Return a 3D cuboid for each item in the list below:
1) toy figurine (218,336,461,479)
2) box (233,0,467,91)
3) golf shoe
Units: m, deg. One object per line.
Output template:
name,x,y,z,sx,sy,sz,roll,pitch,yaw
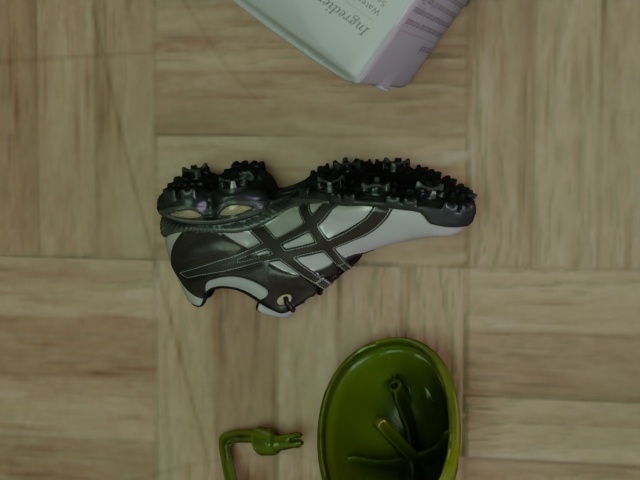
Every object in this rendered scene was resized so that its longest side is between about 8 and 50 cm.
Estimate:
toy figurine,0.077,0.265,0.917,0.191,0.217,0.363,-32,44,26
box,-0.004,-0.181,0.860,0.182,0.181,0.119,36,100,6
golf shoe,0.000,0.000,0.939,0.198,0.077,0.094,0,106,18
